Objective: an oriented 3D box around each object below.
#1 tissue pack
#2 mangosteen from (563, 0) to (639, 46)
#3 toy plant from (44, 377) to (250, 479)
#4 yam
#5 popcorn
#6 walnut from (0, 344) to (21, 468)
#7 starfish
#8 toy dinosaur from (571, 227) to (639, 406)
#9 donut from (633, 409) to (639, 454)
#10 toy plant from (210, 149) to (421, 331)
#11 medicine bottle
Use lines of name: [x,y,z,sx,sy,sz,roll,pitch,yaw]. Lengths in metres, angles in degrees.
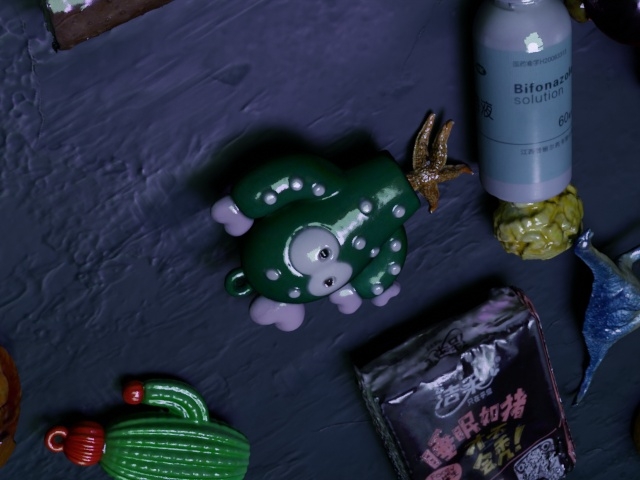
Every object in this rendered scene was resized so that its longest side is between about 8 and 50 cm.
tissue pack: [0.198,0.229,1.784,0.245,0.123,0.332,-30,130,-9]
mangosteen: [0.342,-0.284,1.514,0.152,0.152,0.152,-10,123,-16]
toy plant: [-0.197,0.241,1.655,0.240,0.088,0.155,37,90,-24]
yam: [-0.153,-0.291,1.316,0.279,0.131,0.131,-26,126,-5]
popcorn: [0.259,-0.029,1.661,0.116,0.121,0.106,36,143,-10]
walnut: [-0.392,0.181,1.529,0.115,0.116,0.207,-5,115,-19]
starfish: [0.117,-0.072,1.609,0.130,0.041,0.133,-27,126,-3]
toy dinosaur: [0.382,0.083,1.769,0.147,0.076,0.363,-22,142,-12]
donut: [0.530,0.263,1.964,0.190,0.074,0.174,-41,125,1]
toy plant: [-0.003,-0.003,1.559,0.243,0.112,0.233,-12,124,-14]
medicine bottle: [0.223,-0.214,1.519,0.110,0.110,0.352,-16,125,-12]
